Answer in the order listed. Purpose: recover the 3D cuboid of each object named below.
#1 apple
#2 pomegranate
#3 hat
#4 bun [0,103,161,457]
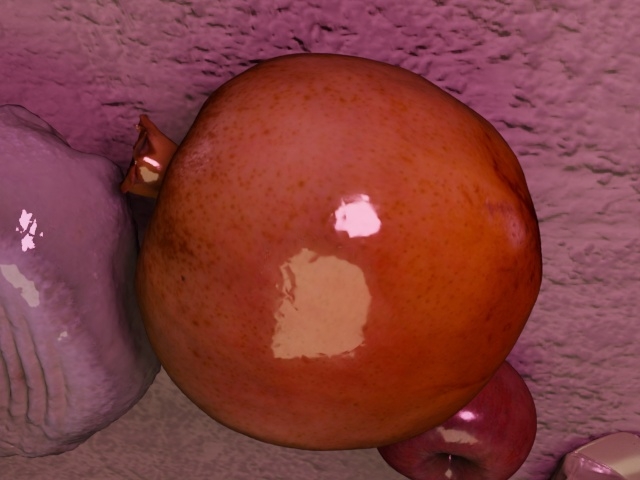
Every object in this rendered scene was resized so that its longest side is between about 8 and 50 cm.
[{"bbox_3d":[0.122,0.160,1.388,0.153,0.120,0.153,5,145,4],"label":"apple"},{"bbox_3d":[0.000,0.000,1.103,0.319,0.319,0.319,6,140,5],"label":"pomegranate"},{"bbox_3d":[0.277,0.257,1.507,0.166,0.081,0.122,-22,133,20],"label":"hat"},{"bbox_3d":[-0.286,0.020,1.245,0.355,0.194,0.354,16,136,16],"label":"bun"}]
